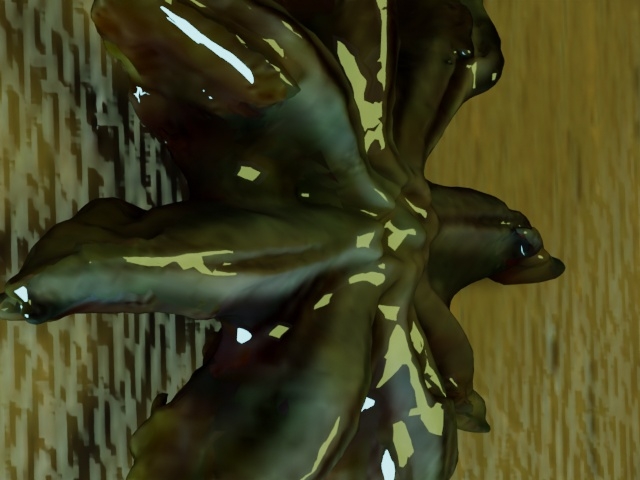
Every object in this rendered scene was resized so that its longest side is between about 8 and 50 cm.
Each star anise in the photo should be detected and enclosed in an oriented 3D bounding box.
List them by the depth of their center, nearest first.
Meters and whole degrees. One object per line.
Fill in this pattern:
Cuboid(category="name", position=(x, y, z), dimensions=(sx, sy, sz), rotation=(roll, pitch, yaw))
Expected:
Cuboid(category="star anise", position=(0.000, 0.001, 0.520), dimensions=(0.288, 0.088, 0.288), rotation=(1, 89, -51))
